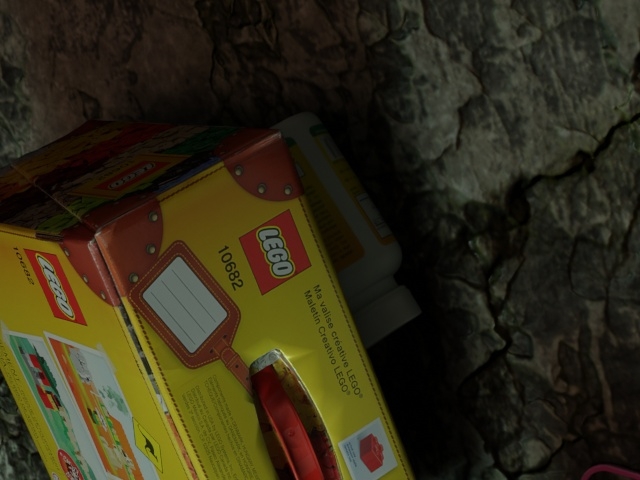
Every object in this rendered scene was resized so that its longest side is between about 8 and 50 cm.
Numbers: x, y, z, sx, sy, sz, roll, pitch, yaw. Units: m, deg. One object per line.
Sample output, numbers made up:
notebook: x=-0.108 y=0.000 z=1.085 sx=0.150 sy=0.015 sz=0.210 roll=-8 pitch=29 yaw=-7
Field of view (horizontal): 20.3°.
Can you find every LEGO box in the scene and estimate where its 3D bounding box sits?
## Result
LEGO box: x=-0.113 y=0.157 z=1.612 sx=0.372 sy=0.193 sz=0.500 roll=9 pitch=125 yaw=57

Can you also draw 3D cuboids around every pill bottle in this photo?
pill bottle: x=0.000 y=0.000 z=1.607 sx=0.117 sy=0.117 sz=0.208 roll=-37 pitch=84 yaw=44

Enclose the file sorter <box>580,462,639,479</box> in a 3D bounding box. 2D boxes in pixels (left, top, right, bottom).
file sorter: x=0.220 y=0.323 z=1.448 sx=0.202 sy=0.290 sz=0.182 roll=14 pitch=115 yaw=36
